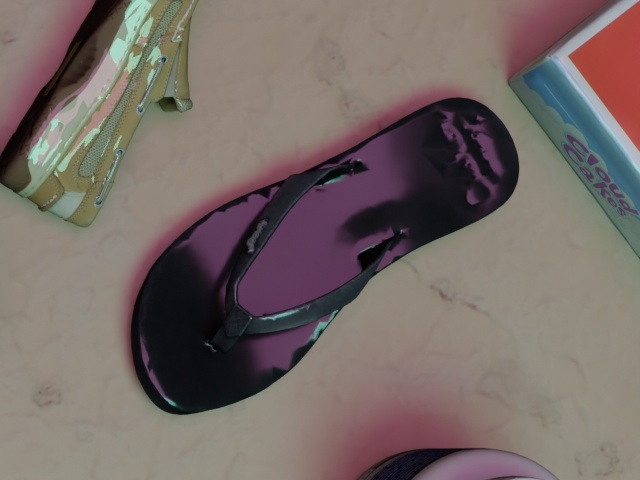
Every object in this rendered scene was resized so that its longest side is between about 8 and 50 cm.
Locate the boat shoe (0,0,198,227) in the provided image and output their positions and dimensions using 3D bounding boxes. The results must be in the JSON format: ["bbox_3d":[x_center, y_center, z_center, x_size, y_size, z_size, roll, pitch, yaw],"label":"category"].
[{"bbox_3d":[-0.099,-0.095,1.058,0.072,0.068,0.190,34,88,-19],"label":"boat shoe"}]

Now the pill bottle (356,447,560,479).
[{"bbox_3d":[0.077,0.163,0.998,0.112,0.186,0.112,1,83,-12],"label":"pill bottle"}]

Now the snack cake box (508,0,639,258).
[{"bbox_3d":[0.251,-0.037,1.109,0.152,0.089,0.264,-37,92,-12],"label":"snack cake box"}]

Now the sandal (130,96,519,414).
[{"bbox_3d":[0.000,-0.001,1.067,0.254,0.054,0.097,-37,92,-14],"label":"sandal"}]
